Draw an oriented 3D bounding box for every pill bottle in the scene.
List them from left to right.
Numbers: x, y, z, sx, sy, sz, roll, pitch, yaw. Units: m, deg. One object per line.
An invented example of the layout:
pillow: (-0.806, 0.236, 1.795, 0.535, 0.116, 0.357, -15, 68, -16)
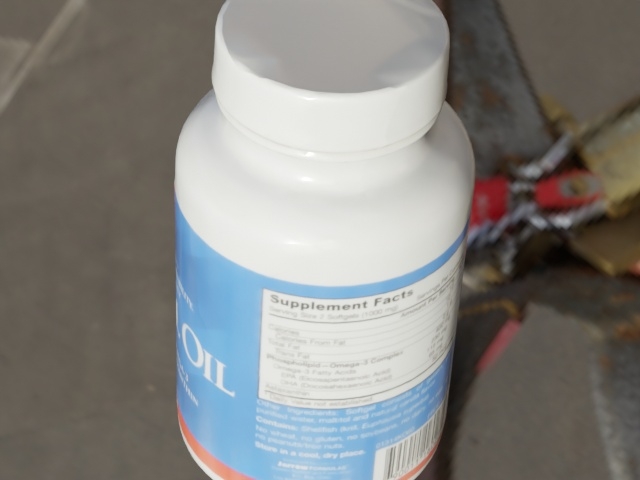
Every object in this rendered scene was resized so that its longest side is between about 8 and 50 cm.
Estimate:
pill bottle: (0.000, 0.000, 0.821, 0.124, 0.221, 0.124, 2, 40, -2)
